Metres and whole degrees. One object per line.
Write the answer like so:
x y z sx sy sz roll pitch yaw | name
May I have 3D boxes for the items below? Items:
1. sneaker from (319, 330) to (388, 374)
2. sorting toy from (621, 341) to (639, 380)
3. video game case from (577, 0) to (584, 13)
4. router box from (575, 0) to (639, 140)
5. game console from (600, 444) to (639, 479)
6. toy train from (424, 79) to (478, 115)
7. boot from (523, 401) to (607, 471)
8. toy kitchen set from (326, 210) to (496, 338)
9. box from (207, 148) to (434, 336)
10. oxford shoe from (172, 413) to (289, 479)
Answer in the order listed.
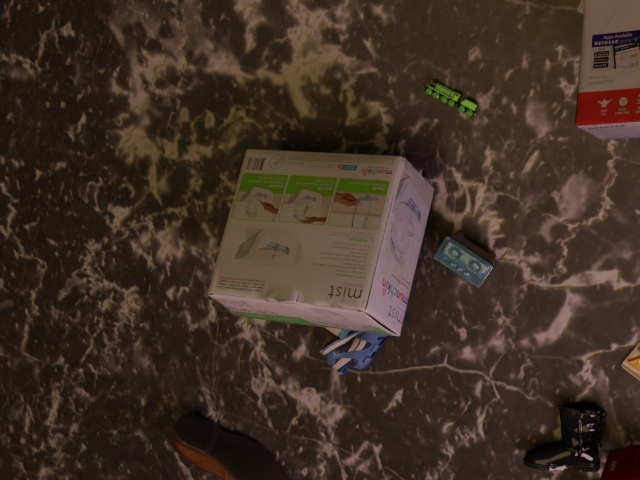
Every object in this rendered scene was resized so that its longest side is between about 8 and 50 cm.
0.069 0.159 2.001 0.144 0.053 0.059 -28 93 31 | sneaker
0.483 0.183 1.889 0.083 0.012 0.062 37 111 7 | sorting toy
0.442 -0.354 1.767 0.143 0.019 0.157 25 109 11 | video game case
0.487 -0.285 1.603 0.335 0.082 0.301 -2 79 38 | router box
0.470 0.350 1.863 0.124 0.144 0.085 -16 97 21 | game console
0.189 -0.205 1.889 0.083 0.017 0.024 30 101 9 | toy train
0.361 0.289 1.939 0.121 0.045 0.099 1 106 11 | boot
0.130 0.072 1.919 0.166 0.122 0.207 35 112 8 | toy kitchen set
0.000 0.000 1.862 0.262 0.127 0.231 4 72 30 | box
-0.145 0.358 2.123 0.212 0.076 0.076 31 141 6 | oxford shoe
